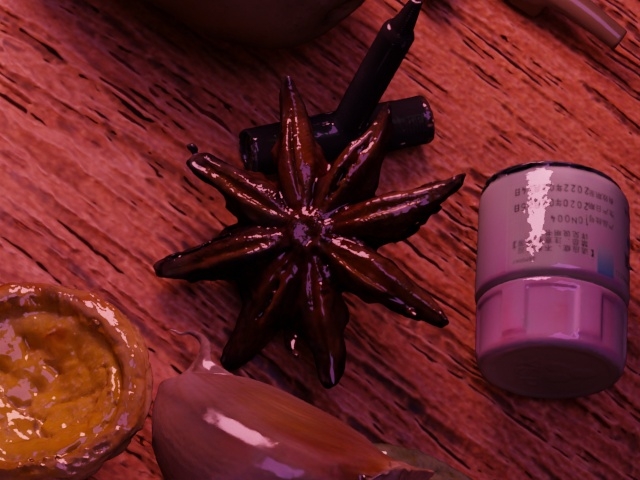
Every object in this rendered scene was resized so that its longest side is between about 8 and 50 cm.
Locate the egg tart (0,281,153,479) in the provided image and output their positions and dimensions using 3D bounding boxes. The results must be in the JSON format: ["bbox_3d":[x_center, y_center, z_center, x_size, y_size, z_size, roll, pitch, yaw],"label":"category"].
[{"bbox_3d":[-0.223,0.118,1.528,0.191,0.074,0.191,0,62,0],"label":"egg tart"}]

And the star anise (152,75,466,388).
[{"bbox_3d":[0.000,0.000,1.637,0.272,0.102,0.272,-2,81,13],"label":"star anise"}]

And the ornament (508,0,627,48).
[{"bbox_3d":[0.201,-0.277,1.862,0.245,0.061,0.230,35,63,2],"label":"ornament"}]

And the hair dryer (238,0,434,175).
[{"bbox_3d":[0.026,-0.133,1.667,0.173,0.195,0.050,-15,59,-20],"label":"hair dryer"}]

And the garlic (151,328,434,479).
[{"bbox_3d":[-0.067,0.150,1.512,0.266,0.148,0.128,38,98,26],"label":"garlic"}]

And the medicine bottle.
[{"bbox_3d":[0.195,0.036,1.666,0.135,0.135,0.168,11,62,-10],"label":"medicine bottle"}]

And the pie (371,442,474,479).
[{"bbox_3d":[0.040,0.292,1.533,0.302,0.067,0.302,7,62,-13],"label":"pie"}]

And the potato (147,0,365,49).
[{"bbox_3d":[-0.091,-0.312,1.701,0.326,0.221,0.243,33,95,5],"label":"potato"}]
